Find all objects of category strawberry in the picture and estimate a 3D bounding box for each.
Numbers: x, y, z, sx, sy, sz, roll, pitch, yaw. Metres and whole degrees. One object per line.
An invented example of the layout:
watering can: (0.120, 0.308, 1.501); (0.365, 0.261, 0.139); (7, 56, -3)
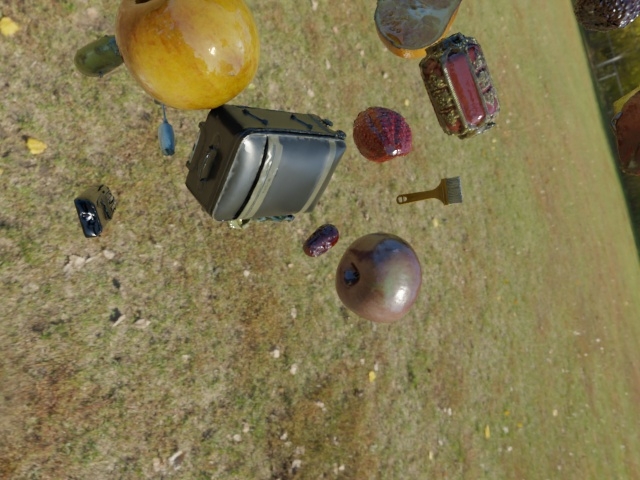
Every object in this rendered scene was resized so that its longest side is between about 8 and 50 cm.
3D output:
strawberry: (0.270, -0.455, 2.000); (0.238, 0.250, 0.288); (54, 19, -33)

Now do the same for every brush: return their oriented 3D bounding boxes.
brush: (0.408, -0.173, 1.742); (0.013, 0.272, 0.103); (-3, 87, -51)

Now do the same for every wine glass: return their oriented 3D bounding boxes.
wine glass: (-0.604, -0.444, 1.776); (0.074, 0.074, 0.262); (14, 57, -51)

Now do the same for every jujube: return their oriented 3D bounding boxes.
jujube: (0.000, 0.000, 1.370); (0.129, 0.077, 0.077); (-36, 108, -29)

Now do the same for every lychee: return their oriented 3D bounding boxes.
lychee: (0.846, -0.708, 1.330); (0.188, 0.188, 0.188); (24, 58, -47)

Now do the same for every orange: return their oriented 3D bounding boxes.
orange: (0.324, -0.761, 1.508); (0.274, 0.274, 0.310); (-16, 126, -55)

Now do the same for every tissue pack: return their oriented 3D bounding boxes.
tissue pack: (1.063, -0.453, 1.507); (0.062, 0.176, 0.095); (7, 77, -10)

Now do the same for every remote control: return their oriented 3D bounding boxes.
remote control: (-0.727, -0.107, 1.497); (0.062, 0.399, 0.144); (-14, 109, -14)

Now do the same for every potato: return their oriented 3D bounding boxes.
potato: (-0.582, -0.492, 1.223); (0.085, 0.188, 0.105); (69, 22, -11)

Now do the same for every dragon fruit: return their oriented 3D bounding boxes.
dragon fruit: (0.574, -0.186, 0.730); (0.127, 0.161, 0.120); (-37, 106, -18)

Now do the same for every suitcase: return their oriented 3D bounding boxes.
suitcase: (-0.129, -0.194, 1.196); (0.434, 0.283, 0.194); (-9, 47, -47)

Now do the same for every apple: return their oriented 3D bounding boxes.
apple: (-0.276, -0.424, 0.944); (0.275, 0.299, 0.299); (45, 40, -69)
apple: (0.182, 0.122, 1.474); (0.235, 0.306, 0.305); (2, 75, -36)

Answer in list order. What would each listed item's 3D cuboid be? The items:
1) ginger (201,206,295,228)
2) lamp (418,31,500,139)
ginger: (-0.294, -0.124, 1.639); (0.358, 0.211, 0.413); (39, 2, 0)
lamp: (0.376, -0.414, 1.240); (0.274, 0.177, 0.177); (62, 37, -20)
